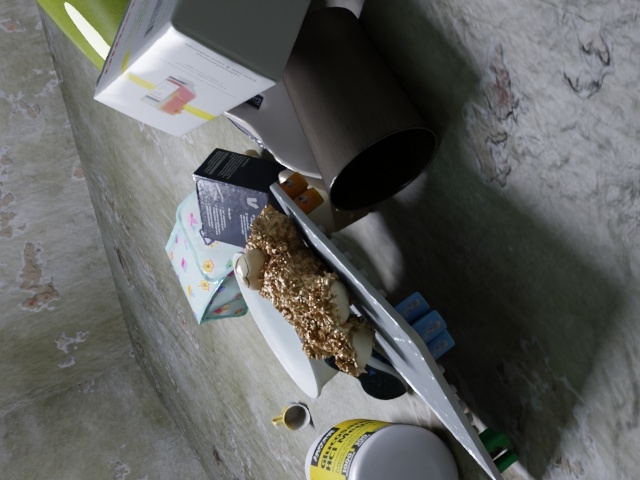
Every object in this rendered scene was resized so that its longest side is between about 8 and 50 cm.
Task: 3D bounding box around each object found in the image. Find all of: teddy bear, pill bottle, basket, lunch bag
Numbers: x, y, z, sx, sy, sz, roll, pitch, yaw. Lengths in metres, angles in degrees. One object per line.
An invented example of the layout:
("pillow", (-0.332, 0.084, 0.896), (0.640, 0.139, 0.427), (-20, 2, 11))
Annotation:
("teddy bear", (-0.035, 0.075, 1.560), (0.338, 0.113, 0.245), (49, 171, 37))
("pill bottle", (0.089, 0.405, 1.823), (0.188, 0.187, 0.334), (68, 160, -1))
("basket", (0.037, -0.184, 1.411), (0.204, 0.154, 0.227), (106, 142, -63))
("lunch bag", (-0.215, 0.017, 2.262), (0.223, 0.160, 0.262), (63, 145, 27))

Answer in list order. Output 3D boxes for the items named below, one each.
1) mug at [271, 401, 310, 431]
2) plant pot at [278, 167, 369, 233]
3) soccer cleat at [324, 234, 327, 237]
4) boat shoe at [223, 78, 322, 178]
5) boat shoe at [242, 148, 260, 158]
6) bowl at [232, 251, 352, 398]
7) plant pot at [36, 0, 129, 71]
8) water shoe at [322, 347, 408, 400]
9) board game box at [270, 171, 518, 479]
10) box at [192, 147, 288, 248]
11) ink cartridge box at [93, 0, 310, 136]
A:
("mug", (-0.068, 0.395, 2.400), (0.064, 0.078, 0.062), (-158, 81, -75))
("plant pot", (0.014, -0.069, 1.657), (0.096, 0.109, 0.109), (20, 130, 49))
("soccer cleat", (0.000, 0.000, 1.868), (0.083, 0.029, 0.035), (59, 155, 12))
("boat shoe", (-0.048, -0.197, 1.679), (0.340, 0.127, 0.158), (38, -168, 28))
("boat shoe", (-0.142, -0.133, 2.064), (0.170, 0.063, 0.059), (137, 121, -68))
("bowl", (-0.029, 0.122, 1.887), (0.298, 0.134, 0.298), (53, 163, 24))
("plant pot", (-0.347, -0.467, 1.875), (0.353, 0.366, 0.366), (62, 163, -18))
("water shoe", (0.078, 0.194, 1.746), (0.203, 0.073, 0.080), (39, -146, -37))
("board game box", (0.108, 0.120, 1.496), (0.390, 0.050, 0.390), (47, 172, 45))
("box", (-0.140, -0.071, 1.959), (0.158, 0.093, 0.156), (16, 135, 20))
("ink cartridge box", (-0.154, -0.327, 1.471), (0.384, 0.160, 0.279), (-12, 56, 63))
